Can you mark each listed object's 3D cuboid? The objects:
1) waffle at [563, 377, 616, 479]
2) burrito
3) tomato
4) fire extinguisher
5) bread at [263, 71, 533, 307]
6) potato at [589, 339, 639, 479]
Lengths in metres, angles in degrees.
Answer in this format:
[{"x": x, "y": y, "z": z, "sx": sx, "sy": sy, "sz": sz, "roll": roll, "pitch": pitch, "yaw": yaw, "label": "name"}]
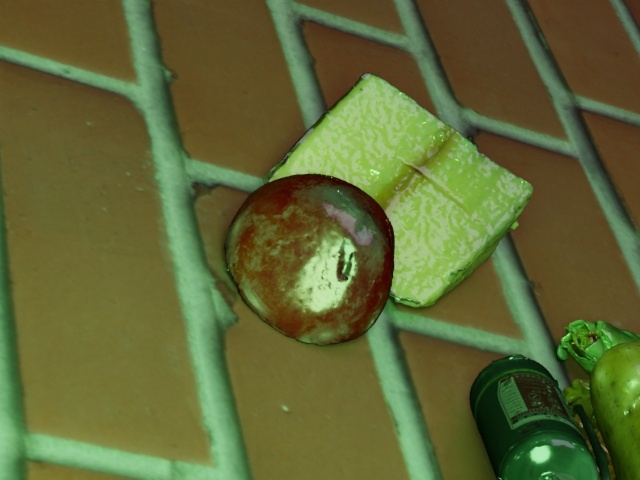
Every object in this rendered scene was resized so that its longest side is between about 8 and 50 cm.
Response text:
[{"x": 0.325, "y": 0.233, "z": 1.882, "sx": 0.229, "sy": 0.051, "sz": 0.231, "roll": 18, "pitch": 35, "yaw": -25, "label": "waffle"}, {"x": 0.390, "y": 0.157, "z": 2.040, "sx": 0.288, "sy": 0.054, "sz": 0.104, "roll": 19, "pitch": 36, "yaw": -22, "label": "burrito"}, {"x": 0.000, "y": 0.000, "z": 1.847, "sx": 0.173, "sy": 0.099, "sz": 0.189, "roll": 24, "pitch": 45, "yaw": -7, "label": "tomato"}, {"x": 0.201, "y": 0.193, "z": 1.700, "sx": 0.118, "sy": 0.093, "sz": 0.294, "roll": 14, "pitch": 14, "yaw": -7, "label": "fire extinguisher"}, {"x": 0.078, "y": -0.048, "z": 1.972, "sx": 0.240, "sy": 0.135, "sz": 0.178, "roll": 38, "pitch": 32, "yaw": 8, "label": "bread"}, {"x": 0.353, "y": 0.260, "z": 1.692, "sx": 0.195, "sy": 0.176, "sz": 0.369, "roll": -21, "pitch": 82, "yaw": -41, "label": "potato"}]
